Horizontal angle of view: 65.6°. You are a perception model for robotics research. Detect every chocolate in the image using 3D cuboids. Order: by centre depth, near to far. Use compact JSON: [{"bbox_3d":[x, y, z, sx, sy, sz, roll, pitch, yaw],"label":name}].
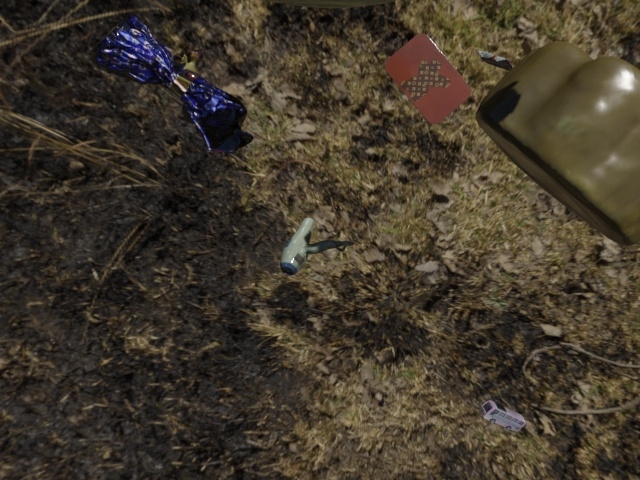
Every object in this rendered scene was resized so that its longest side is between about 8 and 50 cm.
[{"bbox_3d":[-0.264,-0.299,0.976,0.343,0.126,0.148,35,91,-28],"label":"chocolate"}]

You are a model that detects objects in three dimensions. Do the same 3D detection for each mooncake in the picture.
[{"bbox_3d":[0.459,-0.176,0.860,0.378,0.378,0.201,45,106,11],"label":"mooncake"}]

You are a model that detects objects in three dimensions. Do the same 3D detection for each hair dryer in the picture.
[{"bbox_3d":[-0.005,-0.011,1.170,0.199,0.067,0.167,-25,36,26],"label":"hair dryer"}]

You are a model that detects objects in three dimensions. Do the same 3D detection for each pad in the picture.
[{"bbox_3d":[0.349,-0.526,1.615,0.181,0.004,0.267,-40,90,1],"label":"pad"}]

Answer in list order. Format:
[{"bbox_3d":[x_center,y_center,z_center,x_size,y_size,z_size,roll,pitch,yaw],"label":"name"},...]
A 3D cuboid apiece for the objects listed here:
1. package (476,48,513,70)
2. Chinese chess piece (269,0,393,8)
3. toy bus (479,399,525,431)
[{"bbox_3d":[0.386,-0.399,1.101,0.015,0.037,0.110,-45,40,5],"label":"package"},{"bbox_3d":[-0.028,-0.248,0.343,0.250,0.250,0.101,11,99,10],"label":"Chinese chess piece"},{"bbox_3d":[0.495,0.478,1.349,0.131,0.037,0.052,28,111,-19],"label":"toy bus"}]
